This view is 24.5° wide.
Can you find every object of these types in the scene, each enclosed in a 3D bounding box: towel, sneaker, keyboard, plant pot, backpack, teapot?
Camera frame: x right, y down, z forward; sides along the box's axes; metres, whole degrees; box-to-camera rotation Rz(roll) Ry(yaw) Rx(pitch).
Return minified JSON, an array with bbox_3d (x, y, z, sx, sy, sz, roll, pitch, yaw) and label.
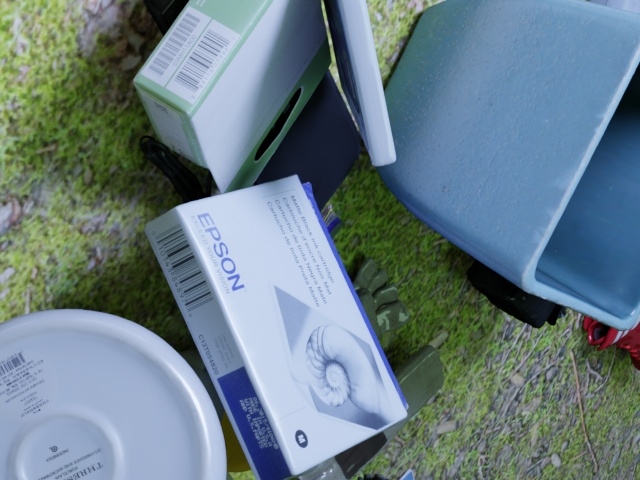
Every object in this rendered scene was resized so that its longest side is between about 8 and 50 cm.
[{"bbox_3d":[0.000,0.000,1.365,0.060,0.009,0.083,-58,167,-5],"label":"towel"},{"bbox_3d":[0.397,0.117,1.937,0.128,0.087,0.221,-21,142,-11],"label":"sneaker"},{"bbox_3d":[-0.069,-0.100,1.220,0.201,0.033,0.317,-54,144,-19],"label":"keyboard"},{"bbox_3d":[0.192,-0.096,1.355,0.248,0.252,0.247,21,97,-55],"label":"plant pot"},{"bbox_3d":[0.238,-0.010,1.593,0.182,0.115,0.152,-60,157,-4],"label":"backpack"},{"bbox_3d":[-0.198,0.180,1.119,0.187,0.256,0.252,129,-24,-74],"label":"teapot"}]

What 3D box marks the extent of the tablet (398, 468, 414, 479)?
[{"bbox_3d":[0.082,0.307,1.709,0.083,0.006,0.054,-43,141,-23],"label":"tablet"}]

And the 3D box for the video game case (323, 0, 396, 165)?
[{"bbox_3d":[0.019,-0.176,1.144,0.022,0.173,0.190,-13,117,-2],"label":"video game case"}]

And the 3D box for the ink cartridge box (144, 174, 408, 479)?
[{"bbox_3d":[-0.014,0.060,1.173,0.224,0.045,0.223,-19,83,-55],"label":"ink cartridge box"}]

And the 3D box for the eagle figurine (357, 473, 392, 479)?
[{"bbox_3d":[0.113,0.409,1.599,0.298,0.226,0.225,34,86,-35],"label":"eagle figurine"}]

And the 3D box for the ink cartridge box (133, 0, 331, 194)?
[{"bbox_3d":[-0.059,-0.132,1.141,0.171,0.056,0.235,-57,170,-13],"label":"ink cartridge box"}]

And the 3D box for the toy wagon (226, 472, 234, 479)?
[{"bbox_3d":[-0.176,0.343,1.249,0.344,0.068,0.267,-41,108,-34],"label":"toy wagon"}]

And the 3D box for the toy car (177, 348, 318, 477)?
[{"bbox_3d":[-0.051,0.113,1.312,0.136,0.159,0.182,-70,-175,-83],"label":"toy car"}]

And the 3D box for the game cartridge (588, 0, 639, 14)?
[{"bbox_3d":[0.412,-0.318,1.653,0.297,0.062,0.198,-12,127,-47],"label":"game cartridge"}]

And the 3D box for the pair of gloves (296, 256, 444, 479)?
[{"bbox_3d":[0.027,0.149,1.502,0.204,0.042,0.240,-46,141,-15],"label":"pair of gloves"}]
